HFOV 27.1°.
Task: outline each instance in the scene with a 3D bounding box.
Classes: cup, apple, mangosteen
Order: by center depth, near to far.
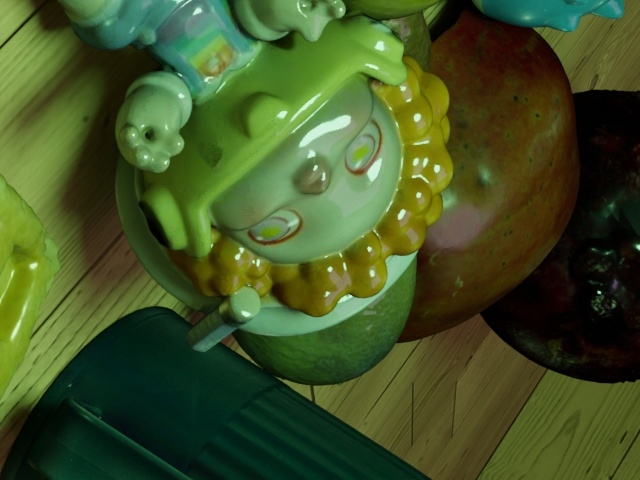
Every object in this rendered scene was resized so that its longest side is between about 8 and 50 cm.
[{"bbox_3d":[-0.067,0.206,1.031,0.242,0.292,0.308,-46,157,-35],"label":"cup"},{"bbox_3d":[0.120,-0.064,1.393,0.365,0.295,0.329,-44,117,-42],"label":"apple"},{"bbox_3d":[0.345,-0.018,1.710,0.380,0.421,0.381,-9,114,-21],"label":"mangosteen"}]

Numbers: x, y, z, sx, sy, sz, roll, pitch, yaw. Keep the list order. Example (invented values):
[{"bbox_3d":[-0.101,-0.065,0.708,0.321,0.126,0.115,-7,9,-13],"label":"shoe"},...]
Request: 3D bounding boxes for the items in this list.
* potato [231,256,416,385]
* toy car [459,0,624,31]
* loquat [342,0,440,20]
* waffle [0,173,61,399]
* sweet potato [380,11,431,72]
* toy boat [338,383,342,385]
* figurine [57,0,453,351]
[{"bbox_3d":[0.000,0.000,1.083,0.159,0.174,0.251,-62,168,-52],"label":"potato"},{"bbox_3d":[0.244,-0.308,1.255,0.255,0.190,0.188,-52,158,-31],"label":"toy car"},{"bbox_3d":[0.018,-0.222,0.862,0.204,0.172,0.150,4,104,-26],"label":"loquat"},{"bbox_3d":[-0.230,0.043,0.653,0.248,0.055,0.221,64,41,-61],"label":"waffle"},{"bbox_3d":[0.047,-0.186,1.074,0.097,0.097,0.292,-50,158,-30],"label":"sweet potato"},{"bbox_3d":[0.080,0.072,1.569,0.293,0.055,0.093,-38,151,-49],"label":"toy boat"},{"bbox_3d":[-0.051,-0.114,0.815,0.224,0.205,0.382,-34,138,-14],"label":"figurine"}]
